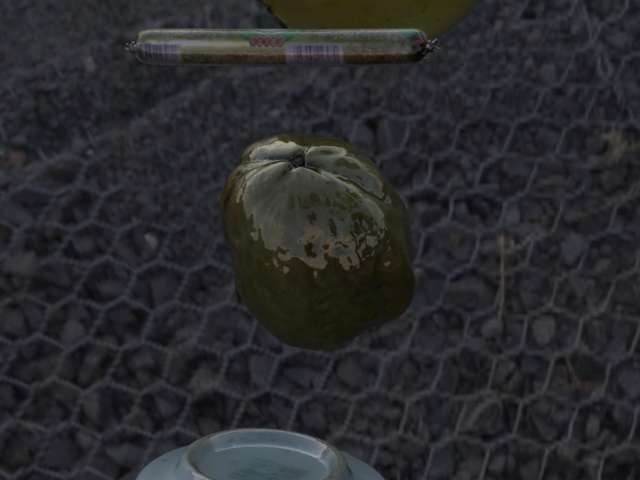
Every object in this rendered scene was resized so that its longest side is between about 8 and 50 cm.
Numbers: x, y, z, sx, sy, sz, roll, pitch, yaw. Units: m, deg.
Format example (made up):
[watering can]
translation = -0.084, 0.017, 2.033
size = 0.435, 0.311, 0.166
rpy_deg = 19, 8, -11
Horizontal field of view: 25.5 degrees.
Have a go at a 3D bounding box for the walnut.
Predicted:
[walnut]
translation = 0.000, 0.000, 1.724
size = 0.283, 0.283, 0.227
rpy_deg = 19, 54, 17

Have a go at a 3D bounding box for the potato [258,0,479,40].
[potato]
translation = 0.092, -0.482, 1.962
size = 0.319, 0.442, 0.385
rpy_deg = -4, 44, 41

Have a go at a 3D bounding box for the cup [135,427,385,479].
[cup]
translation = -0.061, 0.297, 1.456
size = 0.347, 0.347, 0.163
rpy_deg = 5, 104, 11

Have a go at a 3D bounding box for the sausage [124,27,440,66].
[sausage]
translation = -0.034, -0.161, 1.177
size = 0.269, 0.033, 0.032
rpy_deg = 1, 62, 10
